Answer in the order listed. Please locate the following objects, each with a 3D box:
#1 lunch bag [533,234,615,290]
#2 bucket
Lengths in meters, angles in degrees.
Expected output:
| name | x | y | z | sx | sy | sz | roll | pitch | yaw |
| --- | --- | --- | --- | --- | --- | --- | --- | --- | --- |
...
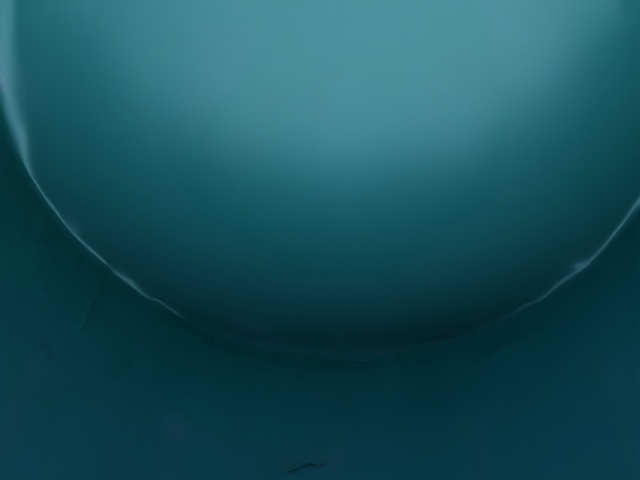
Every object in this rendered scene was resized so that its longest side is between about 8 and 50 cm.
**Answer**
| name | x | y | z | sx | sy | sz | roll | pitch | yaw |
| --- | --- | --- | --- | --- | --- | --- | --- | --- | --- |
| lunch bag | 0.133 | 0.034 | 0.533 | 0.219 | 0.090 | 0.176 | 28 | 150 | 3 |
| bucket | 0.000 | 0.000 | 0.341 | 0.281 | 0.183 | 0.281 | 1 | 126 | 2 |
